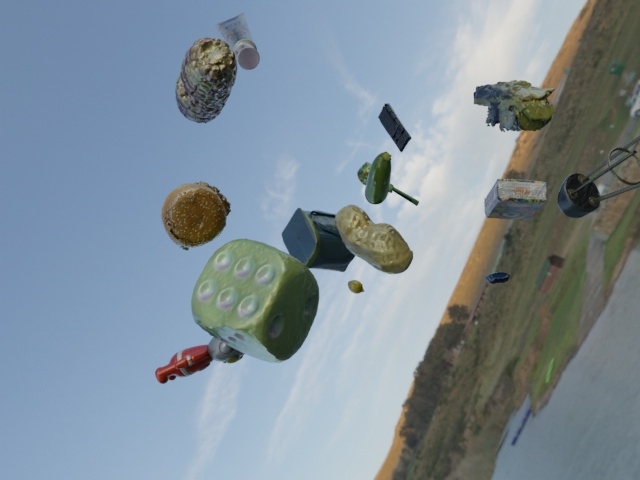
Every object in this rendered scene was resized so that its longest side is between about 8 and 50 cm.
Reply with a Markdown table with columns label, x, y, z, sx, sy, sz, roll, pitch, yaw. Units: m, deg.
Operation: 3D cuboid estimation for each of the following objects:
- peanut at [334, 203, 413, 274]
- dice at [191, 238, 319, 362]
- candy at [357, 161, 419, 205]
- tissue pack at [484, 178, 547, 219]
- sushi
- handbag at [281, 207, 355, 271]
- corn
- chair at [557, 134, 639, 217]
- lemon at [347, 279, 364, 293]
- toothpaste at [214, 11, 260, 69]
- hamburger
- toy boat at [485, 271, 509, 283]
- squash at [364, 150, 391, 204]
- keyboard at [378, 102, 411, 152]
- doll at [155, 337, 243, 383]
| label | x | y | z | sx | sy | sz | roll | pitch | yaw |
| --- | --- | --- | --- | --- | --- | --- | --- | --- | --- |
| peanut | 0.161 | -0.005 | 1.439 | 0.147 | 0.305 | 0.147 | -36 | -37 | -32 |
| dice | -0.165 | 0.163 | 1.184 | 0.255 | 0.251 | 0.250 | -65 | -31 | -21 |
| candy | 0.235 | -0.178 | 1.512 | 0.262 | 0.077 | 0.073 | 26 | -74 | -25 |
| tissue pack | 0.456 | -0.096 | 1.057 | 0.148 | 0.108 | 0.060 | 54 | -139 | -73 |
| sushi | 0.536 | -0.371 | 1.232 | 0.291 | 0.139 | 0.131 | -107 | 16 | -65 |
| handbag | 0.000 | 0.000 | 1.884 | 0.241 | 0.263 | 0.222 | 2 | -49 | -38 |
| corn | -0.202 | -0.273 | 0.778 | 0.098 | 0.290 | 0.098 | -1 | -87 | -18 |
| chair | 0.583 | -0.133 | 0.904 | 0.221 | 0.104 | 0.095 | 123 | 167 | -62 |
| lemon | 0.173 | 0.227 | 2.176 | 0.065 | 0.092 | 0.065 | -57 | -14 | -23 |
| toothpaste | -0.231 | -0.573 | 1.259 | 0.100 | 0.323 | 0.066 | -25 | -44 | 1 |
| hamburger | -0.340 | -0.072 | 1.241 | 0.190 | 0.118 | 0.182 | -15 | -68 | -9 |
| toy boat | 0.545 | 0.117 | 1.370 | 0.083 | 0.038 | 0.038 | -3 | -56 | -15 |
| squash | 0.157 | -0.163 | 1.190 | 0.066 | 0.066 | 0.201 | -51 | -16 | -26 |
| keyboard | 0.268 | -0.420 | 1.651 | 0.023 | 0.231 | 0.072 | 8 | -47 | -30 |
| doll | -0.335 | 0.354 | 1.392 | 0.336 | 0.106 | 0.200 | -24 | -10 | -3 |
